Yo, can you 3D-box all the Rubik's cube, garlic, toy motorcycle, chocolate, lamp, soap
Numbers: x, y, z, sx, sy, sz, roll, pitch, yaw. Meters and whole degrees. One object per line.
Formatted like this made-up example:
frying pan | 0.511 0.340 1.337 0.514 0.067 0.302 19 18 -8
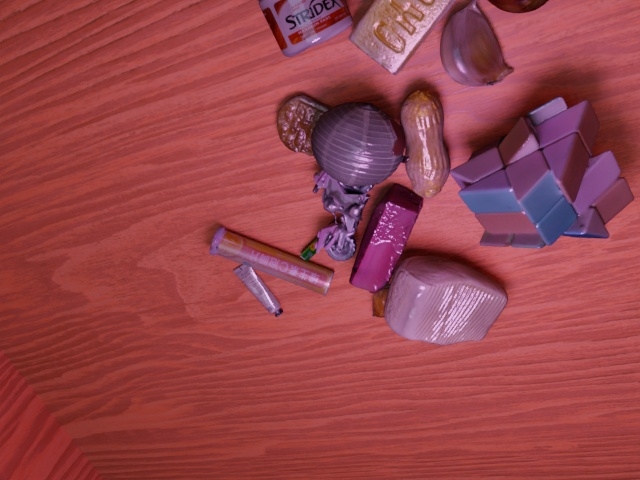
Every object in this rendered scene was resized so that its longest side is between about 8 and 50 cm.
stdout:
Rubik's cube | 0.552 -0.148 1.365 0.387 0.367 0.358 -29 126 27
garlic | 0.369 -0.509 1.351 0.129 0.148 0.266 14 136 51
toy motorcycle | 0.050 -0.099 1.643 0.188 0.143 0.326 18 112 8
chocolate | 0.296 -0.270 1.491 0.134 0.134 0.309 -3 115 17
lamp | 0.106 -0.268 1.457 0.265 0.233 0.233 38 128 27
soap | 0.215 -0.583 1.348 0.174 0.089 0.274 35 124 -7
soap | 0.199 0.009 1.633 0.128 0.220 0.324 24 124 11

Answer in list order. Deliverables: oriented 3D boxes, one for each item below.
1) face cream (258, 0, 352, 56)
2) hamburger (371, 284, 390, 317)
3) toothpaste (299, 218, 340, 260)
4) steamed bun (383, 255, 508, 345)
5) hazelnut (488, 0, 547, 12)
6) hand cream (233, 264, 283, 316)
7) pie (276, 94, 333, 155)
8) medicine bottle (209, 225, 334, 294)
face cream | -0.042 -0.592 1.346 0.201 0.201 0.187 -17 113 24
hamburger | 0.239 0.203 1.808 0.176 0.087 0.102 -17 115 26
toothpaste | 0.000 0.000 1.780 0.037 0.043 0.178 41 122 -7
steamed bun | 0.366 0.169 1.650 0.384 0.236 0.246 6 117 -28
hazelnut | 0.438 -0.622 1.216 0.208 0.208 0.208 7 121 12
hand cream | -0.223 0.185 1.954 0.080 0.050 0.234 -32 103 29
pie | -0.039 -0.337 1.589 0.195 0.046 0.195 6 120 11
medicine bottle | -0.163 0.071 1.836 0.427 0.108 0.108 20 123 1
